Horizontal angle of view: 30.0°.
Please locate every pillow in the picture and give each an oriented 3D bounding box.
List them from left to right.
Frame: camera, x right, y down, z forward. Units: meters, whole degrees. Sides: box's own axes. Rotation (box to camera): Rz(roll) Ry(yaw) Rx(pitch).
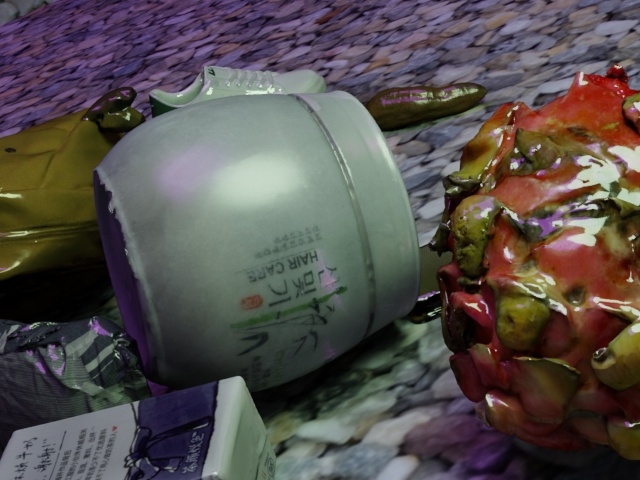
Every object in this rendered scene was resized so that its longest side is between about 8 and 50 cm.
[{"bbox_3d":[-0.284,0.139,1.131,0.335,0.161,0.093,0,18,36],"label":"pillow"}]

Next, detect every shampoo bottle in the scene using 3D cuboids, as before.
[{"bbox_3d":[-0.061,-0.001,1.117,0.266,0.272,0.273,-17,25,-14],"label":"shampoo bottle"}]

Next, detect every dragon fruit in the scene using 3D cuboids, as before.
[{"bbox_3d":[0.215,0.031,0.894,0.269,0.250,0.291,-13,41,30],"label":"dragon fruit"}]

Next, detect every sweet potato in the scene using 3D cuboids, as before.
[{"bbox_3d":[0.129,-0.181,1.578,0.182,0.054,0.053,-8,38,18],"label":"sweet potato"}]

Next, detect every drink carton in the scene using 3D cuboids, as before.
[{"bbox_3d":[-0.159,0.208,0.981,0.222,0.101,0.134,-14,29,12],"label":"drink carton"}]

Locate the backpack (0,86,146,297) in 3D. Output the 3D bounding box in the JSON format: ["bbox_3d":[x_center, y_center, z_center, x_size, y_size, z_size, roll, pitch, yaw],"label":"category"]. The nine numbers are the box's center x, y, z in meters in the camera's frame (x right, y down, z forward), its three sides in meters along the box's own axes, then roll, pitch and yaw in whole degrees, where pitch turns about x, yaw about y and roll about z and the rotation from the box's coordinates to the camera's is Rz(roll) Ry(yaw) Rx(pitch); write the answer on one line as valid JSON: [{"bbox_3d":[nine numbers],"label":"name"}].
[{"bbox_3d":[-0.362,-0.038,1.325,0.354,0.201,0.378,-10,11,7],"label":"backpack"}]

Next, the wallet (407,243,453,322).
[{"bbox_3d":[0.165,0.014,1.202,0.198,0.031,0.110,-22,27,-5],"label":"wallet"}]

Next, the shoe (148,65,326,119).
[{"bbox_3d":[-0.126,-0.213,1.757,0.265,0.110,0.095,-24,25,-3],"label":"shoe"}]

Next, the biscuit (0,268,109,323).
[{"bbox_3d":[-0.403,0.027,1.557,0.359,0.046,0.359,-16,26,8],"label":"biscuit"}]
